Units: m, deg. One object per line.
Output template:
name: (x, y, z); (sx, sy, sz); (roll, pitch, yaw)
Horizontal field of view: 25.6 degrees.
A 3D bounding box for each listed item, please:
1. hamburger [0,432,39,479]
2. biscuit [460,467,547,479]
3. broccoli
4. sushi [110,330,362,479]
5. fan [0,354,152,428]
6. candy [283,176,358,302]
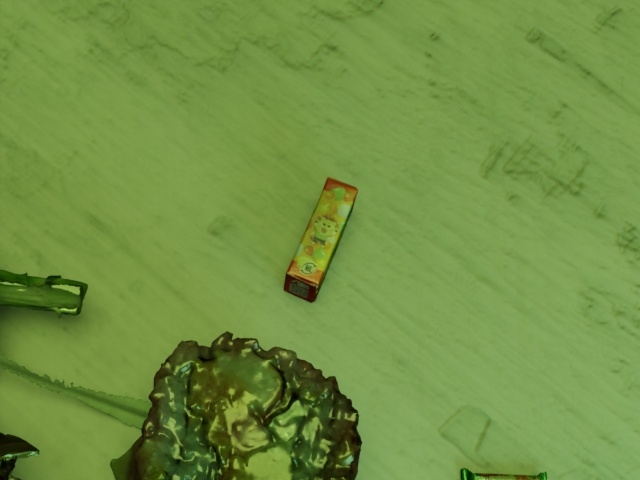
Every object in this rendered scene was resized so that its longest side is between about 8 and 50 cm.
hamburger: (-0.383, 0.240, 1.300); (0.262, 0.243, 0.138); (-26, 111, -34)
biscuit: (0.188, 0.257, 1.440); (0.089, 0.016, 0.046); (3, 69, -3)
broccoli: (-0.337, 0.041, 1.429); (0.204, 0.118, 0.122); (14, 43, 5)
sushi: (-0.083, 0.232, 1.348); (0.237, 0.171, 0.270); (2, 67, -4)
fan: (-0.357, 0.105, 1.404); (0.415, 0.012, 0.233); (25, 110, -11)
candy: (0.000, 0.000, 1.498); (0.038, 0.062, 0.122); (21, 70, 3)
